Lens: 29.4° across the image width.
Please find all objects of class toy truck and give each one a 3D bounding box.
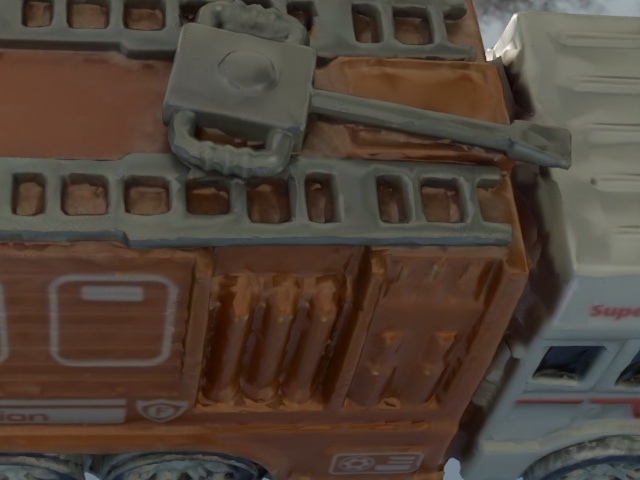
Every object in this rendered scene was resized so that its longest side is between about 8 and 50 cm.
[{"bbox_3d":[0.000,0.000,0.492,0.387,0.207,0.173,1,-122,-11],"label":"toy truck"}]
